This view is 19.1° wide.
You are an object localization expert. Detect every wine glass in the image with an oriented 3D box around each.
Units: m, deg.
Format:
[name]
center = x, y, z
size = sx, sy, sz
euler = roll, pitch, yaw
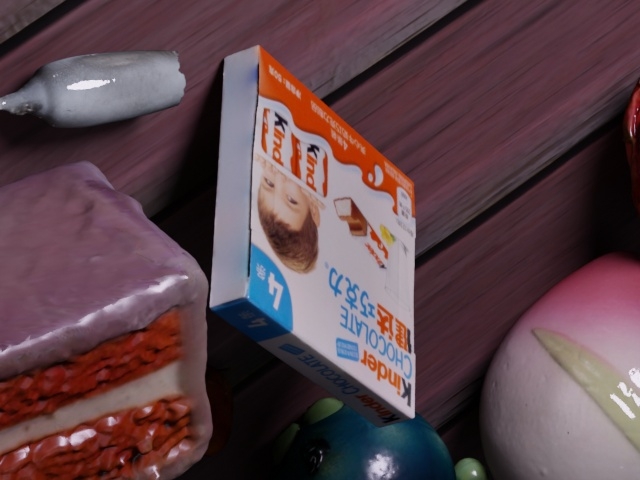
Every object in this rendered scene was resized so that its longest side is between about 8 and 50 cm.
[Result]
[wine glass]
center = -0.230, -0.119, 1.588
size = 0.262, 0.074, 0.074
euler = -12, 127, -31

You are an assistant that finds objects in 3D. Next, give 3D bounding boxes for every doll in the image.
[doll]
center = 0.064, 0.276, 1.996
size = 0.198, 0.186, 0.322
euler = -47, 137, 6

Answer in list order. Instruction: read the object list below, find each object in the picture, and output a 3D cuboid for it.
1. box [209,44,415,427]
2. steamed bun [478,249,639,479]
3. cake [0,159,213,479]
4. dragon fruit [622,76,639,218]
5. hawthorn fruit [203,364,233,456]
[box]
center = 0.000, 0.000, 1.720
size = 0.048, 0.265, 0.273
euler = -17, 146, 29
[steamed bun]
center = 0.319, 0.154, 2.036
size = 0.309, 0.309, 0.309
euler = -19, 129, -24
[cake]
center = -0.268, 0.104, 1.608
size = 0.309, 0.230, 0.237
euler = -20, 127, -22
[dragon fruit]
center = 0.402, -0.104, 2.012
size = 0.317, 0.152, 0.205
euler = -21, 143, -31
[hawthorn fruit]
center = -0.121, 0.163, 1.865
size = 0.081, 0.081, 0.093
euler = 29, 72, -44
